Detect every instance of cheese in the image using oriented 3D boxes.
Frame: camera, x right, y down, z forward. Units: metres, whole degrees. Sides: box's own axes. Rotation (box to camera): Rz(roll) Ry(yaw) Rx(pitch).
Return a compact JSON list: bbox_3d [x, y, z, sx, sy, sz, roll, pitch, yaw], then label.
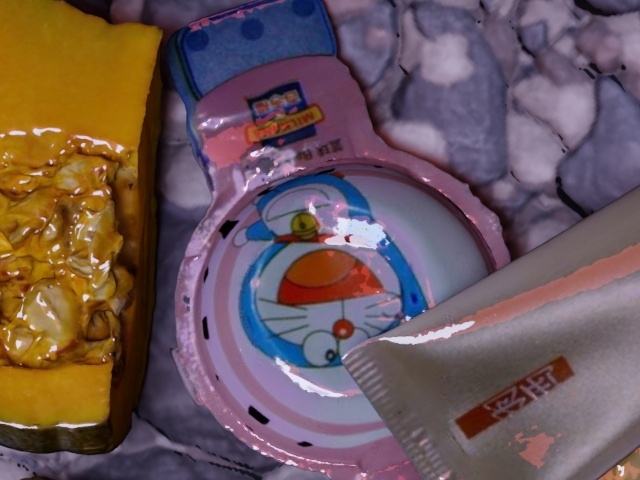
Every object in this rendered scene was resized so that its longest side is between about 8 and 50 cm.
[{"bbox_3d":[0.000,0.000,0.906,0.189,0.074,0.286,-18,75,-4],"label":"cheese"}]

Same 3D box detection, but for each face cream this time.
[{"bbox_3d":[0.187,0.015,0.849,0.341,0.084,0.137,-35,101,-1],"label":"face cream"}]

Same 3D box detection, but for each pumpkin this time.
[{"bbox_3d":[-0.153,-0.006,0.919,0.131,0.126,0.248,7,75,4],"label":"pumpkin"}]

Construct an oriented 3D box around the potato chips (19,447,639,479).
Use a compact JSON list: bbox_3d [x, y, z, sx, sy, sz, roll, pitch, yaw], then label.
[{"bbox_3d":[0.030,0.145,0.913,0.407,0.057,0.080,-8,87,10],"label":"potato chips"}]
